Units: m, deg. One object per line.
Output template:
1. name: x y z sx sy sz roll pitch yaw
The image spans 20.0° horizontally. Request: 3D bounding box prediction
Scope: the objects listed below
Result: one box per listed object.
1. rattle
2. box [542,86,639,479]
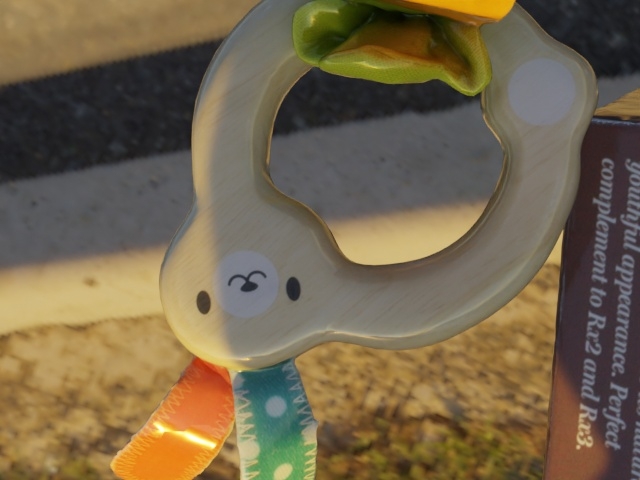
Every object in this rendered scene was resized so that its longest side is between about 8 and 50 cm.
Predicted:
1. rattle: 0.000 0.000 0.538 0.199 0.130 0.143 -50 10 -3
2. box: 0.186 0.032 0.694 0.167 0.203 0.168 7 99 15
